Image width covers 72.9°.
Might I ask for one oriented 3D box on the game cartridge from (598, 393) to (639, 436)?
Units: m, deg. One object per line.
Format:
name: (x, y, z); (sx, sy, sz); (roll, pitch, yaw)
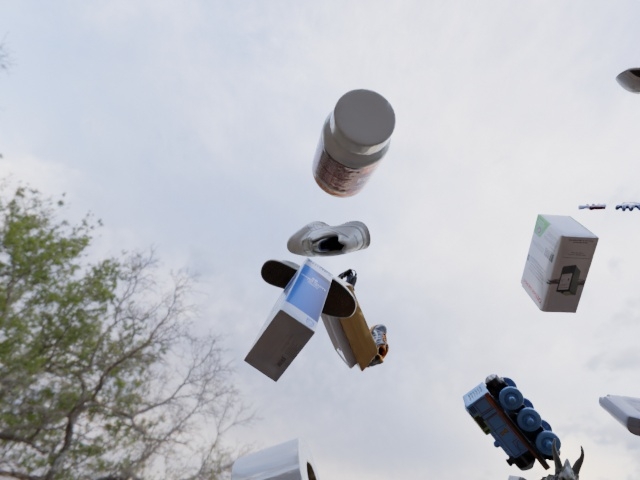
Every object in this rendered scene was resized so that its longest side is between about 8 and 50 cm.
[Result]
game cartridge: (0.951, 0.488, 1.167); (0.294, 0.060, 0.196); (5, -2, 10)

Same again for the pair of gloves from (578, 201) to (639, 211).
pair of gloves: (0.997, -0.114, 1.484); (0.198, 0.159, 0.023); (-1, -83, 30)

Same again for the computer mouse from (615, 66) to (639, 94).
computer mouse: (0.764, -0.345, 0.963); (0.192, 0.042, 0.106); (9, -8, 16)

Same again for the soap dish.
soap dish: (0.076, 0.262, 1.450); (0.118, 0.229, 0.291); (-24, -83, -9)

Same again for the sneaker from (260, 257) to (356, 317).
sneaker: (-0.029, 0.125, 1.250); (0.290, 0.123, 0.106); (29, -88, -2)

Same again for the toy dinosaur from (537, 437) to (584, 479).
toy dinosaur: (0.359, 0.476, 0.729); (0.121, 0.160, 0.314); (28, -43, 5)

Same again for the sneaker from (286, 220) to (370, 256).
sneaker: (0.000, 0.000, 1.296); (0.297, 0.129, 0.111); (-9, -82, 41)

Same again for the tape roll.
tape roll: (-0.091, 0.619, 1.029); (0.169, 0.246, 0.246); (-18, -48, 0)

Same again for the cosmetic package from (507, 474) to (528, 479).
cosmetic package: (0.656, 0.815, 1.267); (0.237, 0.127, 0.107); (28, -23, 14)

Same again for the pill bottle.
pill bottle: (0.103, -0.308, 1.434); (0.223, 0.224, 0.392); (16, -16, -4)

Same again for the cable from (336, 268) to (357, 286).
cable: (0.071, 0.195, 1.685); (0.047, 0.185, 0.150); (31, -22, -24)

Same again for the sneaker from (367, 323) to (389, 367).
sneaker: (0.211, 0.381, 1.568); (0.083, 0.215, 0.084); (-15, -67, 31)

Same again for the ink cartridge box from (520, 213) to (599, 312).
ink cartridge box: (0.777, 0.074, 1.430); (0.114, 0.198, 0.273); (3, -66, 2)

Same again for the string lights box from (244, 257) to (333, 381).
string lights box: (-0.053, 0.146, 0.874); (0.076, 0.260, 0.133); (34, -71, -3)

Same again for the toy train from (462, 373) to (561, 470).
toy train: (0.355, 0.340, 0.806); (0.105, 0.080, 0.184); (-40, -97, 11)
